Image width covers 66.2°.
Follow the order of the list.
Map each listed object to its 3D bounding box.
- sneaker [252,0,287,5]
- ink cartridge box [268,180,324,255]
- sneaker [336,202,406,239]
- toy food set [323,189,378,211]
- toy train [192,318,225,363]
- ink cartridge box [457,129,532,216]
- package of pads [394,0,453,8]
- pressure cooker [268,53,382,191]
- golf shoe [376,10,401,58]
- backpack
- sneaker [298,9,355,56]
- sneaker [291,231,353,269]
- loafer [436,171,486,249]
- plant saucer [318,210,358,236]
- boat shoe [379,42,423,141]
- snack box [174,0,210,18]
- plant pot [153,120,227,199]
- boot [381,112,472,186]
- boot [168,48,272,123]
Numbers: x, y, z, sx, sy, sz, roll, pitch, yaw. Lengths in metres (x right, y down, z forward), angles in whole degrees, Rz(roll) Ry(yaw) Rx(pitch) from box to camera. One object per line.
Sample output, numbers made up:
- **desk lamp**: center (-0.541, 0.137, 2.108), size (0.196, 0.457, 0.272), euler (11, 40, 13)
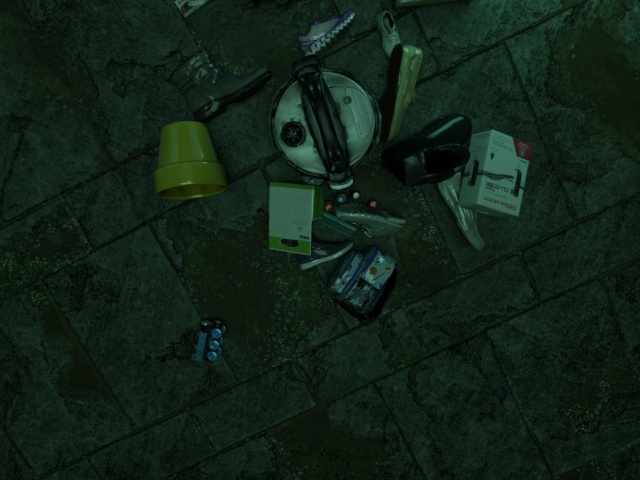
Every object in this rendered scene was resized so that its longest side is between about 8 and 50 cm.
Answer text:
- **sneaker**: center (-0.103, -0.886, 1.715), size (0.302, 0.108, 0.121), euler (-2, 102, 8)
- **ink cartridge box**: center (-0.092, -0.088, 1.832), size (0.189, 0.097, 0.255), euler (8, 102, 25)
- **sneaker**: center (0.181, -0.058, 1.808), size (0.281, 0.105, 0.115), euler (11, 114, -23)
- **toy food set**: center (0.131, -0.128, 1.854), size (0.232, 0.104, 0.111), euler (18, 100, -4)
- **toy train**: center (-0.448, 0.401, 1.969), size (0.105, 0.080, 0.184), euler (13, 101, 3)
- **ink cartridge box**: center (0.630, -0.234, 1.776), size (0.197, 0.114, 0.273), euler (13, 88, -23)
- **package of pads**: center (0.398, -0.950, 1.701), size (0.296, 0.101, 0.229), euler (-7, 101, 1)
- **pressure cooker**: center (0.012, -0.379, 1.647), size (0.370, 0.420, 0.375), euler (29, 99, -5)
- **golf shoe**: center (0.249, -0.729, 1.751), size (0.069, 0.086, 0.176), euler (-25, 101, 3)
- **backpack**: center (0.155, 0.141, 1.843), size (0.213, 0.276, 0.263), euler (44, 85, -9)
- **sneaker**: center (0.014, -0.748, 1.747), size (0.236, 0.095, 0.104), euler (-38, 91, 7)
- **sneaker**: center (-0.001, 0.001, 1.888), size (0.226, 0.086, 0.163), euler (-21, 103, 5)
- **loafer**: center (0.553, -0.114, 1.855), size (0.111, 0.112, 0.319), euler (-28, 99, 14)
- **plant saucer**: center (0.048, -0.069, 1.888), size (0.192, 0.067, 0.018), euler (27, 56, -5)
- **boat shoe**: center (0.295, -0.523, 1.772), size (0.110, 0.121, 0.341), euler (1, 112, -23)
- **snack box**: center (-0.429, -0.873, 1.753), size (0.178, 0.022, 0.064), euler (-32, 98, 6)
- **plant pot**: center (-0.475, -0.289, 1.764), size (0.254, 0.254, 0.239), euler (-8, 86, 1)
- **boot**: center (0.399, -0.314, 1.646), size (0.367, 0.445, 0.146), euler (-29, 99, 5)
- **boot**: center (-0.363, -0.595, 1.765), size (0.338, 0.118, 0.222), euler (-29, 94, 1)
